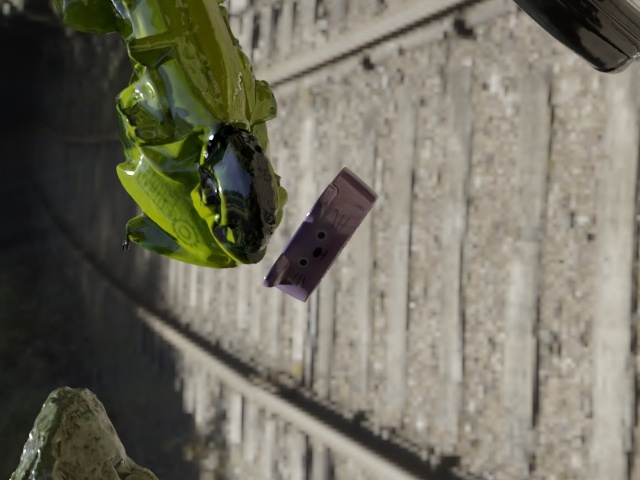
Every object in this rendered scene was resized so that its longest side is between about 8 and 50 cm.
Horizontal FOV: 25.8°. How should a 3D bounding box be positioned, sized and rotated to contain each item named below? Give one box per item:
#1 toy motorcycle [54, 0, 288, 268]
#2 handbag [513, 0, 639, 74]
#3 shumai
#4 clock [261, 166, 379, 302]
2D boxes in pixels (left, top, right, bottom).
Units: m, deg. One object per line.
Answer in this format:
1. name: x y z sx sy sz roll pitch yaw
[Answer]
1. toy motorcycle: -0.106 -0.114 1.085 0.342 0.142 0.206 68 151 24
2. handbag: 0.294 -0.319 1.730 0.093 0.308 0.254 -47 54 16
3. shumai: -0.236 0.287 1.512 0.272 0.204 0.222 109 180 -78
4. clock: 0.000 0.000 1.492 0.152 0.050 0.110 -56 -2 17
